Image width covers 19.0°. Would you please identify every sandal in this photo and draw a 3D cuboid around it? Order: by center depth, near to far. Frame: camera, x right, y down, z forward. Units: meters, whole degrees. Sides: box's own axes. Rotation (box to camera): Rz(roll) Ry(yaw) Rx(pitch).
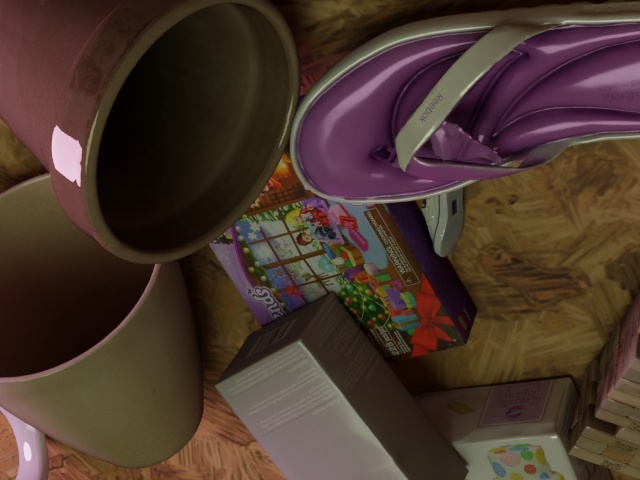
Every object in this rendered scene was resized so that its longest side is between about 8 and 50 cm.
[{"bbox_3d":[0.159,-0.118,1.669,0.416,0.102,0.169,-15,118,18],"label":"sandal"}]

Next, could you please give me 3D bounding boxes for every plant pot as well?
[{"bbox_3d":[-0.186,-0.141,1.717,0.229,0.263,0.263,30,137,32],"label":"plant pot"},{"bbox_3d":[-0.226,0.108,1.952,0.257,0.256,0.274,-3,143,22],"label":"plant pot"}]

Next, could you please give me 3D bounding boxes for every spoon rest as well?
[{"bbox_3d":[-0.378,0.164,2.147,0.137,0.084,0.276,-13,108,26],"label":"spoon rest"}]

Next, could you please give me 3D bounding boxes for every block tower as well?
[{"bbox_3d":[0.335,0.092,1.780,0.097,0.091,0.335,19,138,-6],"label":"block tower"}]

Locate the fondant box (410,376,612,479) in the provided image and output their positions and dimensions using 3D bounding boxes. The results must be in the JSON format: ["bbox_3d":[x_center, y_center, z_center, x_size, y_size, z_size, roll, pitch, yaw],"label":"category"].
[{"bbox_3d":[0.197,0.307,2.029,0.238,0.096,0.330,-8,124,26],"label":"fondant box"}]

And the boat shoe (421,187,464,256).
[{"bbox_3d":[0.114,-0.029,1.836,0.035,0.035,0.100,31,141,31],"label":"boat shoe"}]

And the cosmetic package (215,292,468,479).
[{"bbox_3d":[0.023,0.187,1.889,0.127,0.107,0.238,-29,106,33],"label":"cosmetic package"}]

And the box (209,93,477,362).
[{"bbox_3d":[0.000,0.000,1.880,0.201,0.057,0.293,-16,120,30],"label":"box"}]
